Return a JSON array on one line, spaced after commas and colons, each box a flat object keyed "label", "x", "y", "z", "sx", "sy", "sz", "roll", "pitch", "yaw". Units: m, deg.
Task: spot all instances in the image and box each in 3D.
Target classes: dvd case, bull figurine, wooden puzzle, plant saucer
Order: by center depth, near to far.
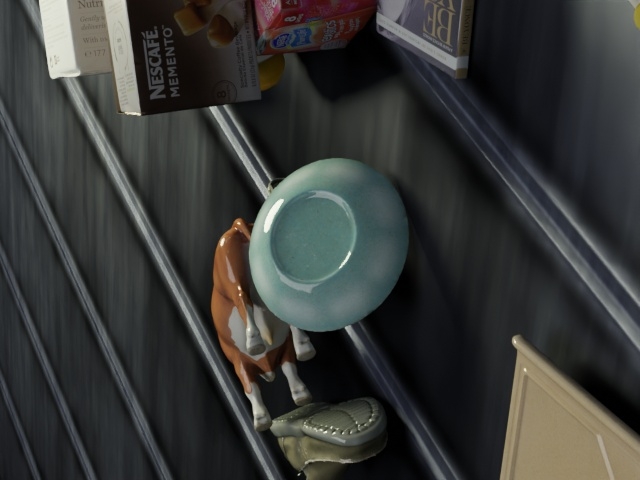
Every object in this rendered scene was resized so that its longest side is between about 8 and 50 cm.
[{"label": "wooden puzzle", "x": 0.235, "y": 0.228, "z": 1.301, "sx": 0.221, "sy": 0.044, "sz": 0.239, "roll": 44, "pitch": 141, "yaw": 53}, {"label": "dvd case", "x": 0.105, "y": -0.287, "z": 1.421, "sx": 0.164, "sy": 0.018, "sz": 0.221, "roll": 43, "pitch": 136, "yaw": 53}, {"label": "plant saucer", "x": 0.000, "y": 0.000, "z": 1.580, "sx": 0.195, "sy": 0.037, "sz": 0.195, "roll": -7, "pitch": 75, "yaw": 25}, {"label": "bull figurine", "x": -0.072, "y": 0.106, "z": 1.761, "sx": 0.310, "sy": 0.101, "sz": 0.188, "roll": 82, "pitch": 167, "yaw": -56}]

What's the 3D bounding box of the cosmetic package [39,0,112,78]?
[{"label": "cosmetic package", "x": -0.275, "y": -0.422, "z": 1.970, "sx": 0.156, "sy": 0.217, "sz": 0.385, "roll": 8, "pitch": 107, "yaw": 65}]

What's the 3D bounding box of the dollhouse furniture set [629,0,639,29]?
[{"label": "dollhouse furniture set", "x": 0.194, "y": -0.321, "z": 0.997, "sx": 0.303, "sy": 0.198, "sz": 0.286, "roll": 63, "pitch": 150, "yaw": 33}]

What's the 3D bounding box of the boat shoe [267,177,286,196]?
[{"label": "boat shoe", "x": -0.016, "y": -0.029, "z": 1.704, "sx": 0.219, "sy": 0.078, "sz": 0.070, "roll": -155, "pitch": 58, "yaw": -63}]

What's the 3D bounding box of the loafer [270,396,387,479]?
[{"label": "loafer", "x": 0.020, "y": 0.241, "z": 1.729, "sx": 0.087, "sy": 0.094, "sz": 0.251, "roll": 69, "pitch": 161, "yaw": -3}]

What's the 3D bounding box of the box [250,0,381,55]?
[{"label": "box", "x": -0.038, "y": -0.340, "z": 1.580, "sx": 0.122, "sy": 0.128, "sz": 0.257, "roll": 137, "pitch": 121, "yaw": -62}]

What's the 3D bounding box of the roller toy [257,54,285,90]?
[{"label": "roller toy", "x": -0.119, "y": -0.288, "z": 1.704, "sx": 0.146, "sy": 0.209, "sz": 0.191, "roll": -14, "pitch": 61, "yaw": 65}]

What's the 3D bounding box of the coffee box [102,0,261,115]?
[{"label": "coffee box", "x": -0.154, "y": -0.261, "z": 1.535, "sx": 0.098, "sy": 0.141, "sz": 0.246, "roll": -167, "pitch": 70, "yaw": -65}]
